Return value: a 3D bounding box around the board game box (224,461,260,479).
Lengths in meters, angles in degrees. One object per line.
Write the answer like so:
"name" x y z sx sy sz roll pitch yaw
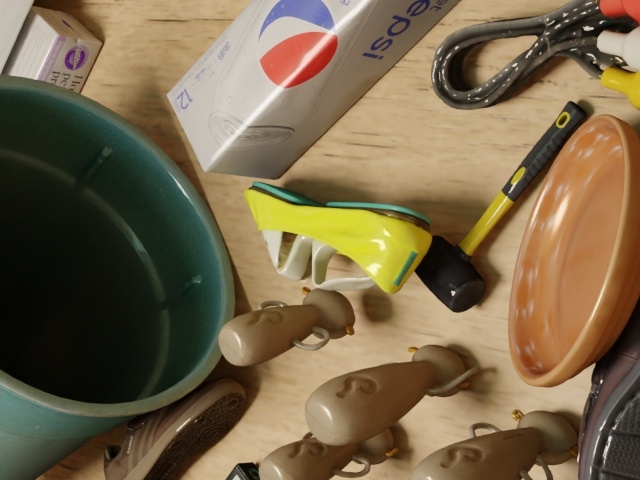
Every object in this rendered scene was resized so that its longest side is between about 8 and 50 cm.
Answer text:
"board game box" -0.049 0.305 1.300 0.186 0.026 0.126 51 118 31

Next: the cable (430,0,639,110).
"cable" 0.183 -0.153 1.085 0.287 0.072 0.139 4 109 41

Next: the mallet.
"mallet" 0.147 -0.023 1.158 0.189 0.039 0.062 -47 56 23

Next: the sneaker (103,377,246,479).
"sneaker" -0.145 0.172 1.367 0.188 0.066 0.071 -46 58 27

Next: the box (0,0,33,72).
"box" -0.383 -0.242 1.528 0.182 0.119 0.181 -61 28 19

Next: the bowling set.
"bowling set" 0.044 0.174 1.181 0.287 0.154 0.199 37 128 35

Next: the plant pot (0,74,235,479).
"plant pot" -0.310 0.085 1.365 0.334 0.341 0.341 -43 60 38

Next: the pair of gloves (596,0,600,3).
"pair of gloves" 0.276 -0.281 1.064 0.204 0.042 0.240 -7 81 40

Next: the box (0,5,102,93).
"box" -0.330 -0.086 1.548 0.067 0.063 0.324 41 112 34

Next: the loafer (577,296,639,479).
"loafer" 0.247 0.079 1.039 0.095 0.109 0.302 -127 51 -79

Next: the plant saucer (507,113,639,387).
"plant saucer" 0.188 0.010 1.057 0.200 0.037 0.200 -165 90 -81

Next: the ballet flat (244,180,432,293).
"ballet flat" 0.000 0.000 1.227 0.231 0.077 0.077 13 83 52

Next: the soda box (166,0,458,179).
"soda box" 0.001 -0.173 1.253 0.286 0.098 0.091 -42 61 29
